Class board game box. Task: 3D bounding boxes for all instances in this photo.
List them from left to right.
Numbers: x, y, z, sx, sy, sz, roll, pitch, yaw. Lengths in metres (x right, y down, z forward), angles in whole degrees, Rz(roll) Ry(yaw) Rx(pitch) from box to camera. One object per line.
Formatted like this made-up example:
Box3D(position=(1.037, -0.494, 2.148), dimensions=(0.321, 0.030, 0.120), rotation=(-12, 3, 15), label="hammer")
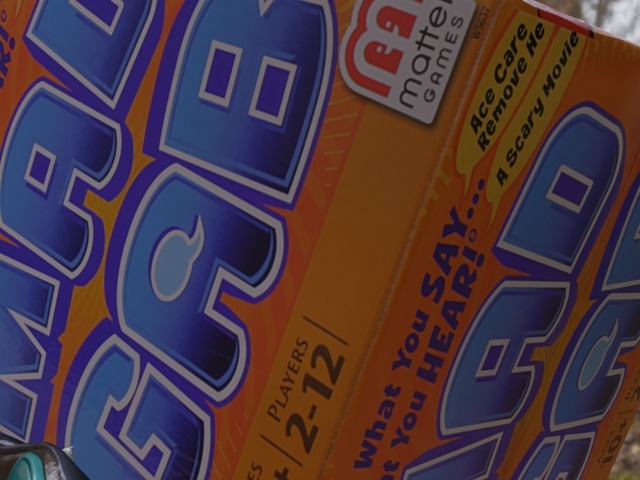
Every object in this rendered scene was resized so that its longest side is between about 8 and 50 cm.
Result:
Box3D(position=(0.000, 0.000, 0.712), dimensions=(0.356, 0.356, 0.356), rotation=(29, 16, 35), label="board game box")

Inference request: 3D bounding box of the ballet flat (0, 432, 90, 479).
Box3D(position=(-0.102, 0.110, 0.419), dimensions=(0.074, 0.074, 0.203), rotation=(16, -7, -28), label="ballet flat")
